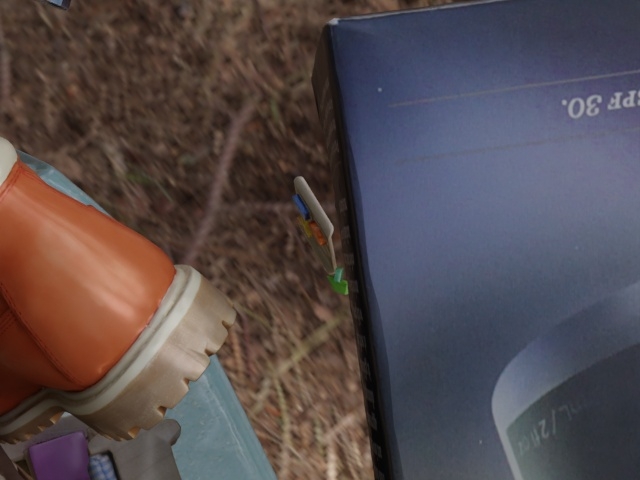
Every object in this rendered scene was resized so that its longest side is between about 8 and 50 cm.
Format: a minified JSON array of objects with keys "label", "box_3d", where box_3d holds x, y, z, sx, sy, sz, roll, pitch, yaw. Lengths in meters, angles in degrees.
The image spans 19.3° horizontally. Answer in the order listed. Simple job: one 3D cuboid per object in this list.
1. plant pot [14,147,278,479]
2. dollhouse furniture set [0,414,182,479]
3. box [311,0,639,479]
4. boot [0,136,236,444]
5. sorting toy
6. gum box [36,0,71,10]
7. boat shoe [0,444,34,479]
[{"label":"plant pot","box_3d":[-0.207,0.079,1.160,0.247,0.252,0.248,-26,23,-21]},{"label":"dollhouse furniture set","box_3d":[-0.101,0.207,0.632,0.198,0.303,0.286,-18,85,-10]},{"label":"box","box_3d":[0.163,0.058,0.637,0.296,0.183,0.294,-9,90,-1]},{"label":"boot","box_3d":[-0.088,0.010,0.512,0.084,0.158,0.059,39,69,-16]},{"label":"sorting toy","box_3d":[0.000,0.000,1.388,0.012,0.062,0.083,-24,60,-13]},{"label":"gum box","box_3d":[-0.144,-0.174,0.580,0.184,0.041,0.157,19,93,5]},{"label":"boat shoe","box_3d":[-0.174,0.049,0.537,0.123,0.116,0.324,-36,36,-26]}]
